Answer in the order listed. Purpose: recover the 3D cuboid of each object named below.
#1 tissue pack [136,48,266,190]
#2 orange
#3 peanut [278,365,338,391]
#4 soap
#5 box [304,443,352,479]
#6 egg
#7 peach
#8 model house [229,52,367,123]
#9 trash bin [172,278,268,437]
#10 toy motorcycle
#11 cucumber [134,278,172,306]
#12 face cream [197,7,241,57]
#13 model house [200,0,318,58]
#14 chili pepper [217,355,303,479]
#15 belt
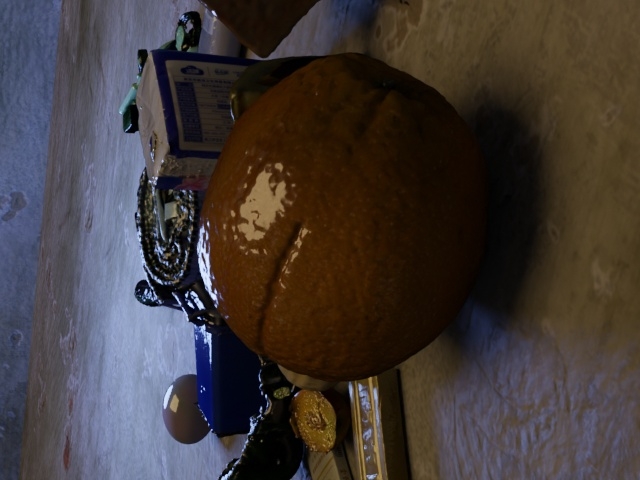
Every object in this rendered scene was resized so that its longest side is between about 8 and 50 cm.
[{"bbox_3d":[-0.123,-0.164,1.672,0.137,0.270,0.209,117,145,-44],"label":"tissue pack"},{"bbox_3d":[0.025,-0.027,1.261,0.322,0.322,0.356,-116,32,-47],"label":"orange"},{"bbox_3d":[0.024,0.085,1.522,0.256,0.124,0.123,-66,31,24],"label":"peanut"},{"bbox_3d":[0.080,0.294,1.480,0.092,0.037,0.251,143,124,-63],"label":"soap"},{"bbox_3d":[0.018,0.350,1.636,0.090,0.024,0.166,116,146,-45],"label":"box"},{"bbox_3d":[-0.245,0.316,2.145,0.103,0.103,0.135,-143,55,-62],"label":"egg"},{"bbox_3d":[0.004,0.249,1.616,0.098,0.061,0.098,9,103,44],"label":"peach"},{"bbox_3d":[-0.026,-0.114,1.508,0.173,0.268,0.239,38,129,48],"label":"model house"},{"bbox_3d":[-0.137,0.180,1.823,0.162,0.184,0.234,-133,43,-60],"label":"trash bin"},{"bbox_3d":[-0.294,-0.305,2.273,0.331,0.125,0.196,-41,52,55],"label":"toy motorcycle"},{"bbox_3d":[-0.358,0.114,2.464,0.245,0.067,0.067,168,102,-67],"label":"cucumber"},{"bbox_3d":[-0.191,-0.317,2.082,0.107,0.073,0.269,-117,36,-54],"label":"face cream"},{"bbox_3d":[-0.099,-0.450,1.488,0.312,0.280,0.245,-47,34,8],"label":"model house"},{"bbox_3d":[-0.061,0.261,1.700,0.116,0.148,0.264,22,106,45],"label":"chili pepper"},{"bbox_3d":[-0.209,-0.030,2.020,0.207,0.161,0.294,-39,53,39],"label":"belt"}]
